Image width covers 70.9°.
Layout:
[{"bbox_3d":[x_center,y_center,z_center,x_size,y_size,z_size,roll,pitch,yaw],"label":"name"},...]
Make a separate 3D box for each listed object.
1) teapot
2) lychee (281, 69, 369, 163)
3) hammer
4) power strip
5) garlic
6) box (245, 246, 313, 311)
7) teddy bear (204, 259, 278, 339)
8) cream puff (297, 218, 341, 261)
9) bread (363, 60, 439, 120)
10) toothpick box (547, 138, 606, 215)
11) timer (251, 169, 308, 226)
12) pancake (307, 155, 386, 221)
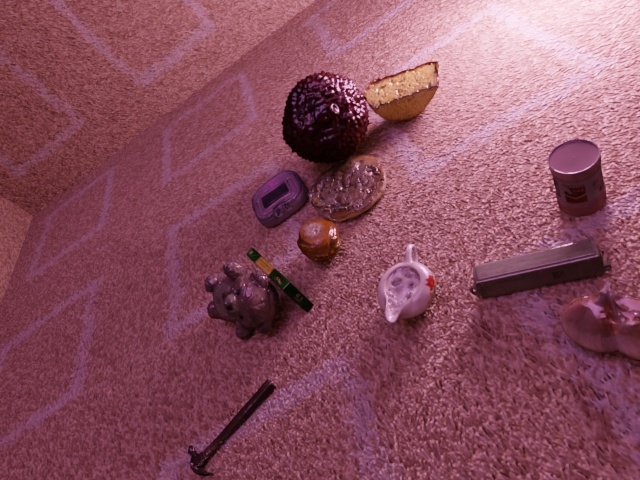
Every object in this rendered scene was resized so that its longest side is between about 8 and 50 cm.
[{"bbox_3d":[0.209,0.112,1.085,0.145,0.092,0.226,-6,51,30],"label":"teapot"},{"bbox_3d":[0.017,-0.406,1.514,0.306,0.306,0.330,-39,7,4],"label":"lychee"},{"bbox_3d":[-0.226,0.477,1.163,0.297,0.027,0.125,-47,41,-6],"label":"hammer"},{"bbox_3d":[0.452,0.063,0.950,0.272,0.078,0.052,-17,45,27],"label":"power strip"},{"bbox_3d":[0.536,0.150,0.804,0.175,0.099,0.123,17,83,44],"label":"garlic"},{"bbox_3d":[-0.122,0.111,1.309,0.034,0.132,0.235,-47,41,-7],"label":"box"},{"bbox_3d":[-0.232,0.173,1.316,0.151,0.235,0.267,-12,14,-32],"label":"teddy bear"},{"bbox_3d":[-0.002,0.004,1.329,0.127,0.103,0.144,-28,42,-4],"label":"cream puff"},{"bbox_3d":[0.283,-0.480,1.495,0.261,0.134,0.129,-16,60,23],"label":"bread"},{"bbox_3d":[0.560,-0.134,0.978,0.099,0.149,0.098,-21,46,23],"label":"toothpick box"},{"bbox_3d":[-0.149,-0.154,1.600,0.209,0.069,0.190,-35,45,6],"label":"timer"},{"bbox_3d":[0.086,-0.173,1.449,0.283,0.049,0.282,-20,47,22],"label":"pancake"}]
